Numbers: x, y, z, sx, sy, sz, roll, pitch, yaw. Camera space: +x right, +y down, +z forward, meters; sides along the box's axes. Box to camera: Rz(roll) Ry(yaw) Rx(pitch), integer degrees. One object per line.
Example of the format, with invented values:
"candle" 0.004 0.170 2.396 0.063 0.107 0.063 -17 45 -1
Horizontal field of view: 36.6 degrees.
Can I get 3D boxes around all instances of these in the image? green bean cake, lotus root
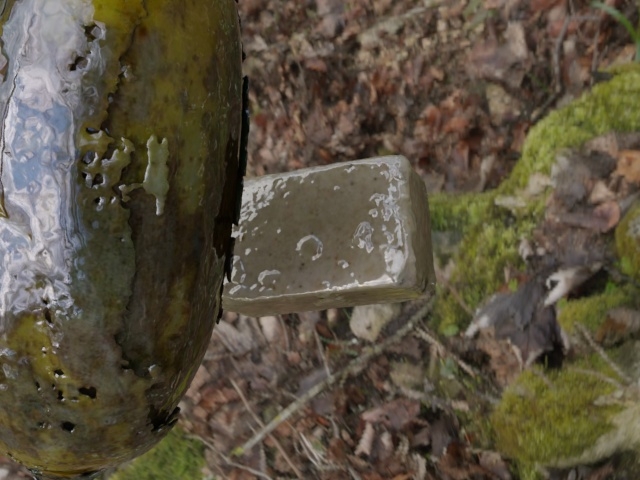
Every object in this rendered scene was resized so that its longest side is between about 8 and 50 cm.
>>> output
"green bean cake" 0.000 0.000 0.795 0.179 0.085 0.109 -6 77 19
"lotus root" -0.145 -0.015 0.612 0.179 0.196 0.397 14 111 15
